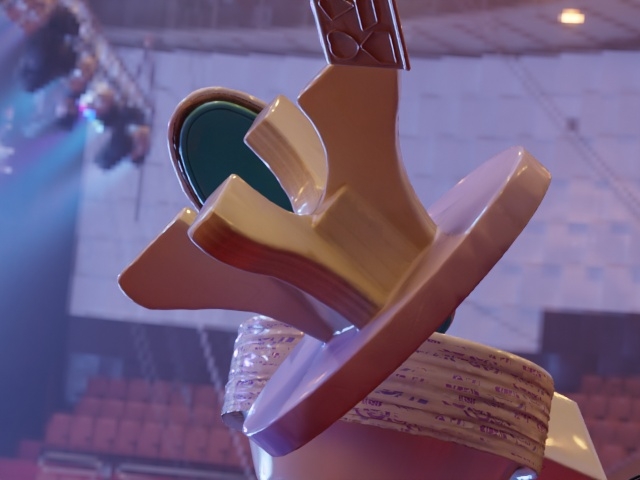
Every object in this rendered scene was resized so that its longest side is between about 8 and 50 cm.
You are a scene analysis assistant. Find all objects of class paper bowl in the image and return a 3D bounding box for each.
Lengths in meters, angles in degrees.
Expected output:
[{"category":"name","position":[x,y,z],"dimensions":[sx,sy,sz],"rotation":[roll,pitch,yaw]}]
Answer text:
[{"category":"paper bowl","position":[0.053,0.166,1.331],"dimensions":[0.284,0.148,0.284],"rotation":[11,-14,3]}]

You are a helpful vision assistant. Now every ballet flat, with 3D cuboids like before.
[{"category":"ballet flat","position":[-0.014,-0.029,1.595],"dimensions":[0.400,0.139,0.139],"rotation":[41,-27,-27]}]

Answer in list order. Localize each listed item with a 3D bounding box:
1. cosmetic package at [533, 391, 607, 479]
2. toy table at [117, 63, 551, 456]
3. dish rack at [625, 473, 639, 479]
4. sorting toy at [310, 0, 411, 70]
[{"category":"cosmetic package","position":[0.207,0.288,1.971],"dimensions":[0.225,0.138,0.224],"rotation":[-38,-41,24]},{"category":"toy table","position":[0.000,0.000,1.011],"dimensions":[0.161,0.274,0.252],"rotation":[43,10,-9]},{"category":"dish rack","position":[0.349,0.289,1.570],"dimensions":[0.208,0.074,0.271],"rotation":[-32,-6,21]},{"category":"sorting toy","position":[0.020,-0.136,0.868],"dimensions":[0.062,0.012,0.083],"rotation":[11,-48,34]}]
